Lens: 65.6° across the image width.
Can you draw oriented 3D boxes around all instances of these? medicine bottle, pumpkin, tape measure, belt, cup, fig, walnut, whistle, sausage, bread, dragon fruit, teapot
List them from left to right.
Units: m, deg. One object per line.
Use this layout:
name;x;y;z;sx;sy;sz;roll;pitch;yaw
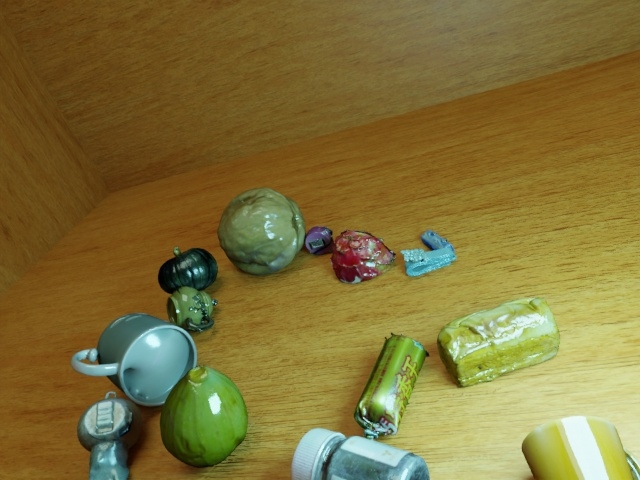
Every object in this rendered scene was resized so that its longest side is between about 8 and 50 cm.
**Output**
whistle;-0.609;0.606;1.441;0.189;0.189;0.347;-20;51;3
cup;-0.631;0.381;1.632;0.357;0.259;0.274;3;4;-42
pumpkin;-0.564;0.126;2.100;0.250;0.216;0.250;-30;5;3
teapot;-0.479;0.263;1.911;0.183;0.173;0.269;-10;30;-34
fig;-0.316;0.459;1.337;0.239;0.271;0.239;-4;16;1
walnut;-0.245;-0.040;2.096;0.384;0.383;0.383;-16;29;9
tape measure;0.000;0.000;2.060;0.125;0.118;0.074;-18;27;15
dragon fruit;0.139;0.067;1.846;0.262;0.163;0.189;-3;61;29
medicine bottle;0.084;0.517;1.083;0.273;0.165;0.165;3;37;37
sausage;0.173;0.384;1.285;0.117;0.125;0.317;-51;1;46
belt;0.377;0.061;1.728;0.179;0.100;0.065;-18;33;1
bread;0.454;0.254;1.274;0.294;0.166;0.132;-22;29;0
cup;0.514;0.468;0.909;0.226;0.182;0.264;10;38;-7

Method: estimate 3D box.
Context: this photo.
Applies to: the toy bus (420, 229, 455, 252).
toy bus;0.429;0.012;1.824;0.061;0.051;0.153;-37;31;-2
